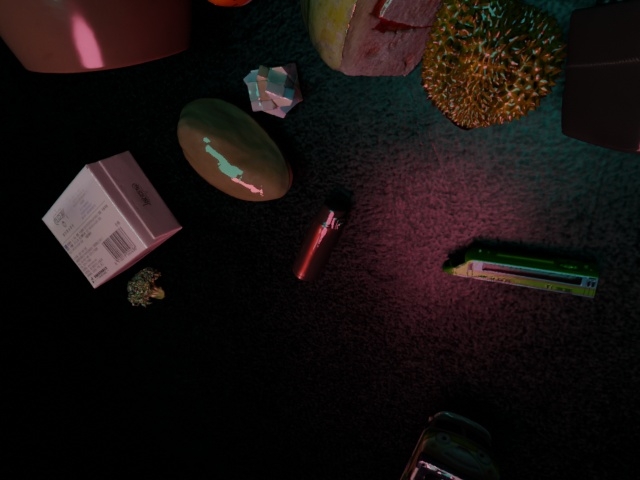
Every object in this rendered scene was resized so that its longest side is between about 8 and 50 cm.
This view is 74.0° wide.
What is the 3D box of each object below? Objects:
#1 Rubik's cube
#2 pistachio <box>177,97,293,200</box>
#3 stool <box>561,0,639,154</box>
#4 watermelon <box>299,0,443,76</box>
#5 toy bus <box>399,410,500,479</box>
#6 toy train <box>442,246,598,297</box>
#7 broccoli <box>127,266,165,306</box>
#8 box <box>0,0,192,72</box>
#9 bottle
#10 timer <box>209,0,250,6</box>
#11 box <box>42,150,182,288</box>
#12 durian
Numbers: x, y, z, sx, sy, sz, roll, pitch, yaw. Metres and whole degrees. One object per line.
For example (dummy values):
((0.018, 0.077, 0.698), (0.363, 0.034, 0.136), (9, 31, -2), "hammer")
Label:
((-0.073, -0.235, 0.666), (0.075, 0.073, 0.084), (-16, 105, 34), "Rubik's cube")
((-0.146, -0.149, 0.725), (0.226, 0.135, 0.135), (36, 127, -1), "pistachio")
((0.354, -0.166, 0.390), (0.232, 0.232, 0.141), (2, 115, 27), "stool")
((0.077, -0.333, 0.511), (0.212, 0.201, 0.261), (-58, 38, 39), "watermelon")
((0.231, 0.477, 0.820), (0.143, 0.179, 0.305), (20, 124, 16), "toy bus")
((0.291, 0.039, 0.637), (0.209, 0.044, 0.042), (9, 119, 24), "toy train")
((-0.431, 0.117, 1.057), (0.092, 0.096, 0.095), (18, 163, -32), "broccoli")
((-0.330, -0.371, 0.600), (0.301, 0.301, 0.216), (11, 125, 23), "box")
((0.000, 0.000, 0.762), (0.060, 0.060, 0.164), (32, 126, 10), "bottle")
((-0.134, -0.394, 0.584), (0.099, 0.136, 0.136), (9, 119, 18), "timer")
((-0.472, -0.039, 0.955), (0.274, 0.116, 0.203), (-28, 100, 36), "box")
((0.198, -0.210, 0.498), (0.158, 0.137, 0.168), (28, 135, 15), "durian")
